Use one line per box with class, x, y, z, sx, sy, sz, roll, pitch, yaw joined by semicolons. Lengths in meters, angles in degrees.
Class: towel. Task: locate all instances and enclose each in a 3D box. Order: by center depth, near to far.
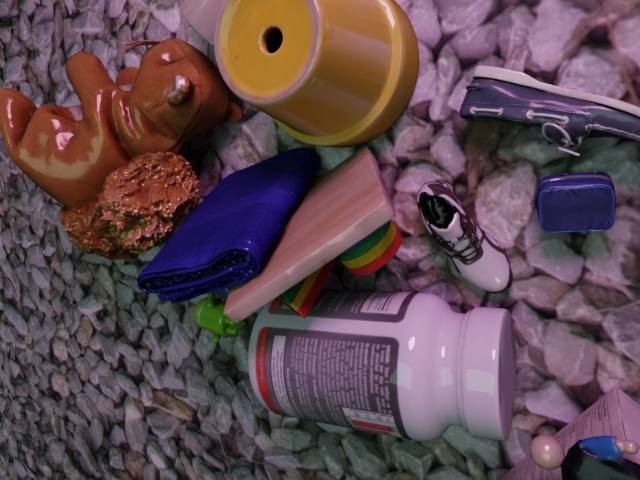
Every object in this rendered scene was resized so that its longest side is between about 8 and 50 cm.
towel;-0.129;-0.031;0.748;0.228;0.308;0.076;-14;121;29

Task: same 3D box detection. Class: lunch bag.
lunch bag;0.333;-0.052;0.612;0.098;0.065;0.067;0;114;28

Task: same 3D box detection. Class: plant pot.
plant pot;-0.013;-0.264;0.666;0.254;0.239;0.254;5;102;27

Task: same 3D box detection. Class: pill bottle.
pill bottle;0.090;0.181;0.700;0.363;0.210;0.210;-1;98;29

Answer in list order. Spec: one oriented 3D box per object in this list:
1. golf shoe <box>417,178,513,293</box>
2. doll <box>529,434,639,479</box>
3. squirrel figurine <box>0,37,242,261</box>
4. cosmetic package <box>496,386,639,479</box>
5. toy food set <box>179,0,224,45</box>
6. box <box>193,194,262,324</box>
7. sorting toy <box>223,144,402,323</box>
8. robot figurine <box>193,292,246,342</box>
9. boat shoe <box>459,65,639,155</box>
golf shoe;0.202;0.001;0.677;0.077;0.094;0.198;-41;80;26
doll;0.324;0.274;0.501;0.189;0.046;0.129;23;107;24
squirrel figurine;-0.322;-0.163;0.848;0.370;0.281;0.397;-20;77;15
cosmetic package;0.334;0.362;0.628;0.113;0.160;0.309;43;117;16
toy food set;-0.127;-0.479;0.729;0.220;0.092;0.306;-36;51;29
box;-0.173;0.036;0.914;0.233;0.044;0.159;34;113;20
sorting toy;0.000;0.000;0.689;0.257;0.255;0.089;-35;111;16
robot figurine;-0.209;0.154;0.941;0.115;0.067;0.101;13;124;26
boat shoe;0.303;-0.157;0.592;0.254;0.095;0.079;26;108;24
